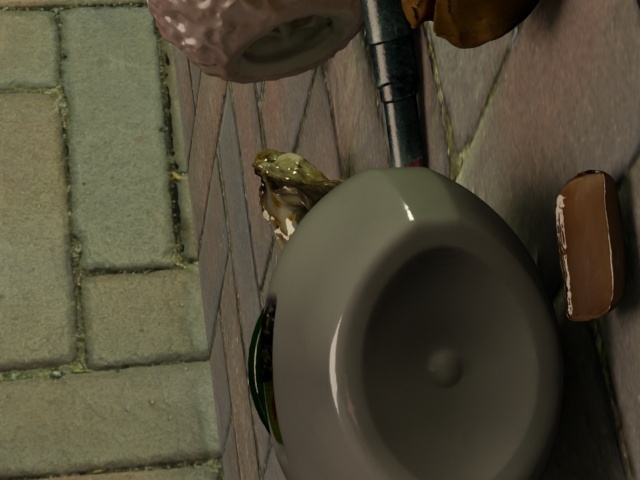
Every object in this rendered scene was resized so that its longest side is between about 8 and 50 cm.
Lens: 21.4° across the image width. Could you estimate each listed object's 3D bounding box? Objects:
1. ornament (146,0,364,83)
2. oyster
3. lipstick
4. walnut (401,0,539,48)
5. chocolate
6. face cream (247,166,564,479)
[{"bbox_3d":[-0.069,-0.299,1.805,0.259,0.259,0.225,115,137,-67],"label":"ornament"},{"bbox_3d":[0.004,0.002,1.914,0.341,0.110,0.166,-116,20,-57],"label":"oyster"},{"bbox_3d":[0.073,-0.149,1.664,0.053,0.053,0.234,147,118,-77],"label":"lipstick"},{"bbox_3d":[0.116,-0.247,1.244,0.137,0.137,0.245,-106,8,-48],"label":"walnut"},{"bbox_3d":[0.191,0.004,1.156,0.064,0.031,0.101,143,124,-63],"label":"chocolate"},{"bbox_3d":[0.064,0.100,1.336,0.357,0.219,0.312,152,113,-81],"label":"face cream"}]
